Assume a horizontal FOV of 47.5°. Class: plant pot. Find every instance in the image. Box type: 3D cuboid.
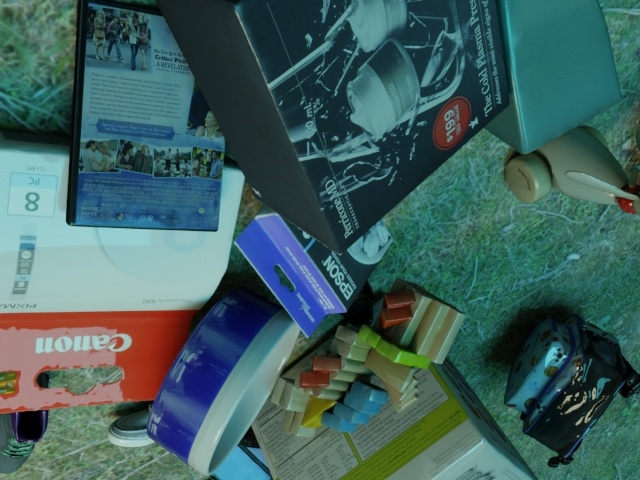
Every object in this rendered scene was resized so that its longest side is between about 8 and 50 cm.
[{"bbox_3d":[0.279,-0.278,0.989,0.165,0.166,0.234,-29,128,-6],"label":"plant pot"}]

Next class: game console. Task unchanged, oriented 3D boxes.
[{"bbox_3d":[-0.121,0.433,1.353,0.144,0.124,0.085,50,53,-23],"label":"game console"}]

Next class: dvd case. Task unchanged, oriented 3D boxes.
[{"bbox_3d":[-0.195,-0.138,0.844,0.180,0.022,0.253,2,97,-30],"label":"dvd case"}]

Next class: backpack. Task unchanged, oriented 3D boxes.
[{"bbox_3d":[0.513,0.283,1.524,0.276,0.213,0.263,-57,170,25],"label":"backpack"}]

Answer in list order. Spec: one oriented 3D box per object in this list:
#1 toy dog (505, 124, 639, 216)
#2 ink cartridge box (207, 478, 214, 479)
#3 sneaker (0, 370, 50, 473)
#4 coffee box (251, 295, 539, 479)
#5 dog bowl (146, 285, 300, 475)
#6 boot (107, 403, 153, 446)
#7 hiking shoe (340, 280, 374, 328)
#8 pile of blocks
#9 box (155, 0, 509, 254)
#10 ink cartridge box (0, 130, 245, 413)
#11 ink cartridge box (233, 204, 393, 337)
[{"bbox_3d":[0.436,-0.131,1.124,0.220,0.333,0.161,-39,123,-32],"label":"toy dog"},{"bbox_3d":[-0.243,0.559,1.439,0.311,0.065,0.186,-13,131,-18],"label":"ink cartridge box"},{"bbox_3d":[-0.447,0.284,1.068,0.083,0.098,0.224,4,123,-32],"label":"sneaker"},{"bbox_3d":[0.129,0.372,1.304,0.338,0.334,0.337,-39,136,6],"label":"coffee box"},{"bbox_3d":[-0.137,0.204,1.076,0.265,0.104,0.265,-58,171,-15],"label":"dog bowl"},{"bbox_3d":[-0.256,0.276,1.203,0.190,0.069,0.086,-7,122,-36],"label":"boot"},{"bbox_3d":[0.045,0.059,1.156,0.086,0.114,0.227,-33,135,-5],"label":"hiking shoe"},{"bbox_3d":[0.051,0.200,1.099,0.112,0.149,0.362,20,122,-44],"label":"pile of blocks"},{"bbox_3d":[0.032,-0.220,0.827,0.312,0.179,0.343,-41,137,-16],"label":"box"},{"bbox_3d":[-0.283,0.066,0.935,0.308,0.091,0.385,2,109,-32],"label":"ink cartridge box"},{"bbox_3d":[0.000,0.000,1.033,0.208,0.045,0.206,-54,128,-27],"label":"ink cartridge box"}]
